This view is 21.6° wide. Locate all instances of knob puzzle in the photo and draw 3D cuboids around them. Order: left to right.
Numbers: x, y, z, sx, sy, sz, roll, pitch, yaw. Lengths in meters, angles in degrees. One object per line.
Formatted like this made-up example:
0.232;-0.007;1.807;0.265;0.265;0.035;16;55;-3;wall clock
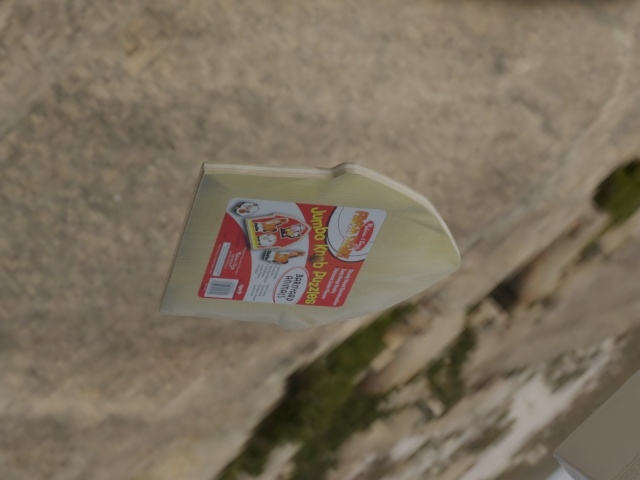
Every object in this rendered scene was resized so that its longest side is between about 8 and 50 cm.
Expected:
0.000;0.000;1.135;0.213;0.030;0.213;-3;146;-2;knob puzzle

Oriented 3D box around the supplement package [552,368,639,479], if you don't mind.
0.322;0.173;1.293;0.194;0.149;0.203;-42;-169;-4;supplement package
